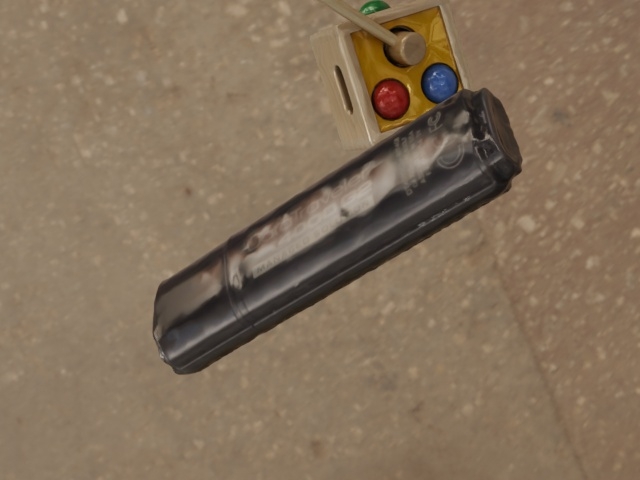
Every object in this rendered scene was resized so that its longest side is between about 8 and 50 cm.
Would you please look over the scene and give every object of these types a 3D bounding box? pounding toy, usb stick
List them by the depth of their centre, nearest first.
[{"bbox_3d":[0.000,0.000,0.759,0.278,0.077,0.045,-32,136,28],"label":"usb stick"},{"bbox_3d":[0.058,-0.160,1.067,0.100,0.130,0.141,4,113,69],"label":"pounding toy"}]
